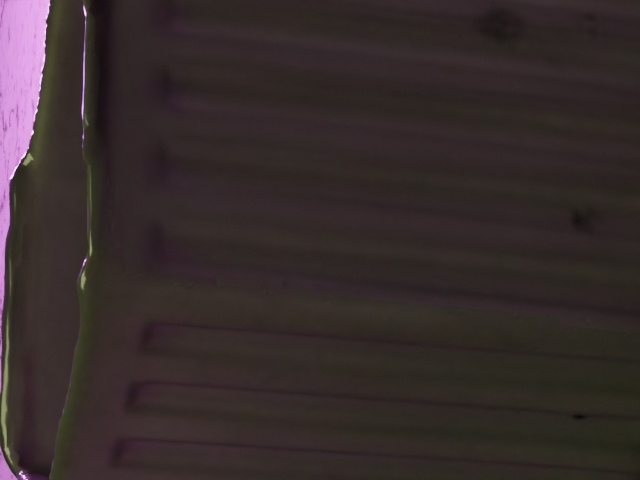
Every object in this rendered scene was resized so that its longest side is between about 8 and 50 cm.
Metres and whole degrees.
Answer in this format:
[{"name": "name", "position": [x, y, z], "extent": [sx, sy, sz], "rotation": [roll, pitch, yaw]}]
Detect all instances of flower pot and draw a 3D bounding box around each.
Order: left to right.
[{"name": "flower pot", "position": [0.000, 0.000, 0.573], "extent": [0.239, 0.190, 0.209], "rotation": [-149, 64, -73]}]
